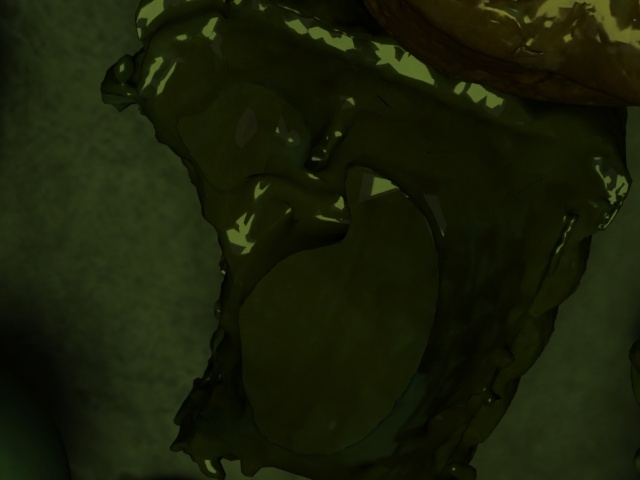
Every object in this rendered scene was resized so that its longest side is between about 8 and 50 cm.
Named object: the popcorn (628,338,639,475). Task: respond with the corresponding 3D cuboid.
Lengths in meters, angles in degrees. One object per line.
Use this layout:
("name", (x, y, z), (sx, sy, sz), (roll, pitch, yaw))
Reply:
("popcorn", (0.316, 0.185, 0.833), (0.279, 0.335, 0.274), (6, 123, -6))

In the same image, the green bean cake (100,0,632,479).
("green bean cake", (0.000, 0.000, 0.842), (0.285, 0.202, 0.310), (21, 112, 0))

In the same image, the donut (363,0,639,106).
("donut", (0.154, -0.201, 0.709), (0.317, 0.150, 0.299), (15, 80, -5))

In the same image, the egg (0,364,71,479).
("egg", (-0.261, 0.167, 0.921), (0.203, 0.203, 0.282), (40, 145, -9))
